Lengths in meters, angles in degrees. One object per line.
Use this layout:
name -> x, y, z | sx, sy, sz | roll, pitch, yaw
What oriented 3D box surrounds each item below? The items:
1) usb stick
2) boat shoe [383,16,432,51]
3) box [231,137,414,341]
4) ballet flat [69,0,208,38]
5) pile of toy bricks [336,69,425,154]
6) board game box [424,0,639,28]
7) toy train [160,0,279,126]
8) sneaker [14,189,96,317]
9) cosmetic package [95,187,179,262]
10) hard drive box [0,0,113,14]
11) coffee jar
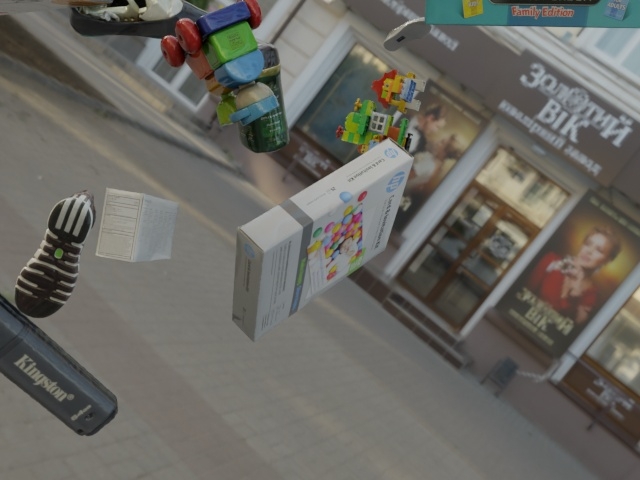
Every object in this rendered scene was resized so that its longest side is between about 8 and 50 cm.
usb stick -> -0.381, 0.169, 1.041 | 0.045, 0.077, 0.278 | 31, -19, 53
boat shoe -> 0.145, -0.345, 1.267 | 0.035, 0.035, 0.100 | 34, -31, -26
box -> 0.000, 0.000, 0.737 | 0.038, 0.186, 0.145 | 42, -33, 22
ballet flat -> -0.259, -0.326, 1.099 | 0.203, 0.074, 0.074 | -1, 8, -1
pile of toy bricks -> 0.077, -0.166, 1.192 | 0.105, 0.212, 0.118 | 17, 6, 21
board game box -> 0.328, -0.387, 1.158 | 0.335, 0.079, 0.254 | 3, 28, 7
toy train -> -0.136, -0.215, 1.017 | 0.143, 0.105, 0.248 | 66, -21, -10
sneaker -> -0.522, 0.019, 1.584 | 0.106, 0.281, 0.162 | 28, 19, -13
cosmetic package -> -0.273, -0.021, 1.175 | 0.060, 0.099, 0.239 | 11, -1, 1
hard drive box -> -0.414, -0.345, 0.988 | 0.232, 0.089, 0.181 | 7, 14, 33
coffee jar -> -0.106, -0.248, 1.311 | 0.096, 0.079, 0.185 | 41, -35, 49
